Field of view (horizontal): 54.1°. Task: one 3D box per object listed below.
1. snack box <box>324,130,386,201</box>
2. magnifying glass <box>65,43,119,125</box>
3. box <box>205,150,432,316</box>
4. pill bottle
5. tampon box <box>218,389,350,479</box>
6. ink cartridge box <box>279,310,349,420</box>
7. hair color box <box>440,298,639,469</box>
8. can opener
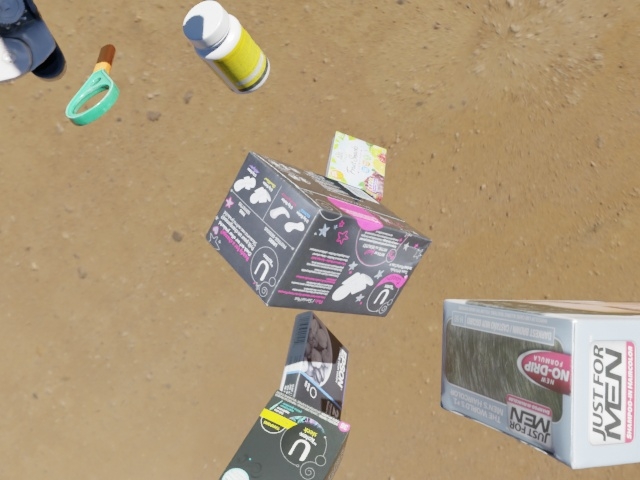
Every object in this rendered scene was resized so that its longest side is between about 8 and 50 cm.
[{"bbox_3d":[0.061,-0.124,1.095,0.100,0.141,0.037,18,132,-8],"label":"snack box"},{"bbox_3d":[-0.377,-0.270,1.062,0.092,0.231,0.026,-22,131,13],"label":"magnifying glass"},{"bbox_3d":[0.000,0.000,0.854,0.163,0.247,0.142,41,108,38],"label":"box"},{"bbox_3d":[-0.210,-0.431,1.410,0.119,0.208,0.119,-8,68,21],"label":"pill bottle"},{"bbox_3d":[-0.049,0.311,0.846,0.120,0.161,0.101,22,138,15],"label":"tampon box"},{"bbox_3d":[0.004,0.274,1.172,0.045,0.206,0.208,-15,133,27],"label":"ink cartridge box"},{"bbox_3d":[0.323,0.117,0.593,0.374,0.185,0.114,2,88,-20],"label":"hair color box"},{"bbox_3d":[-0.292,-0.244,0.466,0.074,0.093,0.280,-29,104,-13],"label":"can opener"}]
